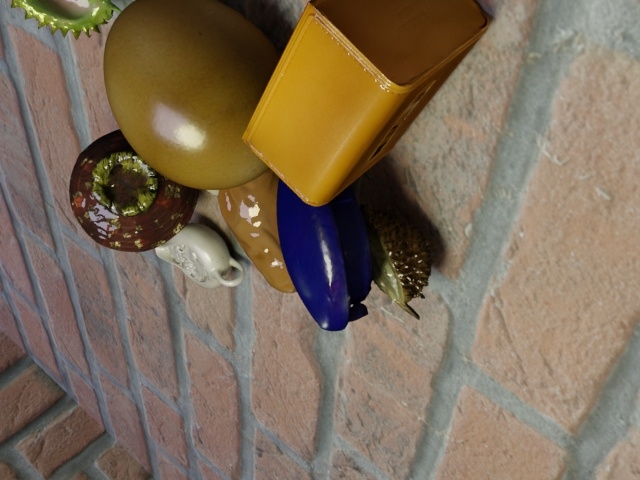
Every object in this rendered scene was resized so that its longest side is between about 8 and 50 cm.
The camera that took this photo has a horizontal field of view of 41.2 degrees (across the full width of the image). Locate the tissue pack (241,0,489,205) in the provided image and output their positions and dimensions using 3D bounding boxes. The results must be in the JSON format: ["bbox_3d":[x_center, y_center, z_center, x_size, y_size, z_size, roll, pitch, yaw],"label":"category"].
[{"bbox_3d":[0.050,-0.191,1.026,0.145,0.194,0.274,45,149,3],"label":"tissue pack"}]

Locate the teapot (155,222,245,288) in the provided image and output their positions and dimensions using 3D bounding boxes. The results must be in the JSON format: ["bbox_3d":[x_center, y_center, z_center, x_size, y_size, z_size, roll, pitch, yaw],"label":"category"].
[{"bbox_3d":[-0.229,0.032,1.693,0.226,0.092,0.145,23,141,36],"label":"teapot"}]

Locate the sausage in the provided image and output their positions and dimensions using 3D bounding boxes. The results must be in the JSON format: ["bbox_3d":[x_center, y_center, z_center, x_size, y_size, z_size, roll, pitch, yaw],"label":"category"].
[{"bbox_3d":[-0.071,-0.019,1.405,0.136,0.120,0.241,-6,124,39],"label":"sausage"}]

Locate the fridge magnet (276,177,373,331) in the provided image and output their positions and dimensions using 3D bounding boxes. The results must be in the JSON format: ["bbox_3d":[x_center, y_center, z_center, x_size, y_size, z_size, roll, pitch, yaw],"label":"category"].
[{"bbox_3d":[0.000,0.000,1.222,0.265,0.113,0.265,165,90,-78],"label":"fridge magnet"}]

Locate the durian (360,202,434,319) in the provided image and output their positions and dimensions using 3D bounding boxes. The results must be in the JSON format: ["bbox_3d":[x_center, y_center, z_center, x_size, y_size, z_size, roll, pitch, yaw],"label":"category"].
[{"bbox_3d":[0.116,0.025,1.239,0.148,0.091,0.188,135,115,-71],"label":"durian"}]

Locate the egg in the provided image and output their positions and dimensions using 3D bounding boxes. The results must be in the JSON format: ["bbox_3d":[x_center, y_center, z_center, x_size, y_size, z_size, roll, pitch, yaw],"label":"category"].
[{"bbox_3d":[-0.180,-0.220,1.229,0.322,0.250,0.250,48,148,18],"label":"egg"}]

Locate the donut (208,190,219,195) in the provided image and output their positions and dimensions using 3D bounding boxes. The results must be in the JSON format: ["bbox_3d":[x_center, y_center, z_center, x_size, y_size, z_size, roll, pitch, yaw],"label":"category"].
[{"bbox_3d":[-0.184,-0.157,1.473,0.175,0.068,0.174,35,147,27],"label":"donut"}]

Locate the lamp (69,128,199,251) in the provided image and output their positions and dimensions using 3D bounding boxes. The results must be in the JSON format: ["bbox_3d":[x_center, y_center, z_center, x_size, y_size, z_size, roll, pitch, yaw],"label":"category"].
[{"bbox_3d":[-0.348,-0.095,1.587,0.247,0.247,0.247,33,143,28],"label":"lamp"}]

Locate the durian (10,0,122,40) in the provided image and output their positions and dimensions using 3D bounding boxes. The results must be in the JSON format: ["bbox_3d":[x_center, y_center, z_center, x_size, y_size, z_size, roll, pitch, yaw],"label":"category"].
[{"bbox_3d":[-0.445,-0.490,1.366,0.170,0.157,0.355,5,127,30],"label":"durian"}]
